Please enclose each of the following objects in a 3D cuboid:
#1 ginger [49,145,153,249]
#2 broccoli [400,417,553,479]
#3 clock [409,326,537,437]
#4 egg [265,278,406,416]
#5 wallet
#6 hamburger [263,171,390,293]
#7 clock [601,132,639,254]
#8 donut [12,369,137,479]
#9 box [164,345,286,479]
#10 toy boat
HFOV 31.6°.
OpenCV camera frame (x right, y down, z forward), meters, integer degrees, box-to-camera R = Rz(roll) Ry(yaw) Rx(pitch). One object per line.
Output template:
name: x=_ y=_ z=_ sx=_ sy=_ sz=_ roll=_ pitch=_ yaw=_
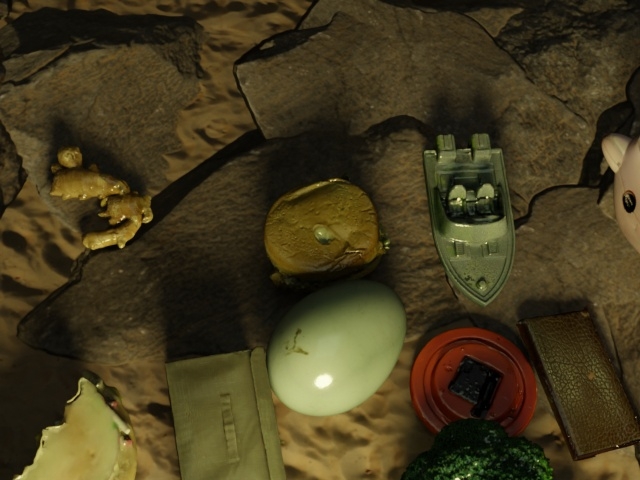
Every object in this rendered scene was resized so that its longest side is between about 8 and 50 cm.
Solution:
ginger: x=-0.369 y=-0.070 z=1.906 sx=0.176 sy=0.052 sz=0.193 roll=0 pitch=70 yaw=-5
broccoli: x=0.245 y=0.412 z=1.614 sx=0.297 sy=0.297 sz=0.297 roll=19 pitch=58 yaw=-26
clock: x=0.244 y=0.233 z=1.801 sx=0.205 sy=0.051 sz=0.205 roll=3 pitch=61 yaw=-5
egg: x=0.029 y=0.160 z=1.745 sx=0.183 sy=0.183 sz=0.264 roll=41 pitch=56 yaw=15
wallet: x=0.418 y=0.228 z=1.828 sx=0.133 sy=0.039 sz=0.243 roll=-11 pitch=63 yaw=-18
hamburger: x=0.000 y=0.000 z=1.864 sx=0.215 sy=0.122 sz=0.189 roll=-29 pitch=62 yaw=-15
clock: x=0.667 y=-0.073 z=1.892 sx=0.377 sy=0.250 sz=0.368 roll=-7 pitch=64 yaw=-16
donut: x=-0.440 y=0.357 z=1.607 sx=0.371 sy=0.150 sz=0.307 roll=-12 pitch=57 yaw=-10
box: x=-0.140 y=0.296 z=1.672 sx=0.149 sy=0.155 sz=0.231 roll=-8 pitch=64 yaw=-9
toy boat: x=0.257 y=-0.034 z=1.919 sx=0.141 sy=0.092 sz=0.319 roll=-2 pitch=63 yaw=-5
